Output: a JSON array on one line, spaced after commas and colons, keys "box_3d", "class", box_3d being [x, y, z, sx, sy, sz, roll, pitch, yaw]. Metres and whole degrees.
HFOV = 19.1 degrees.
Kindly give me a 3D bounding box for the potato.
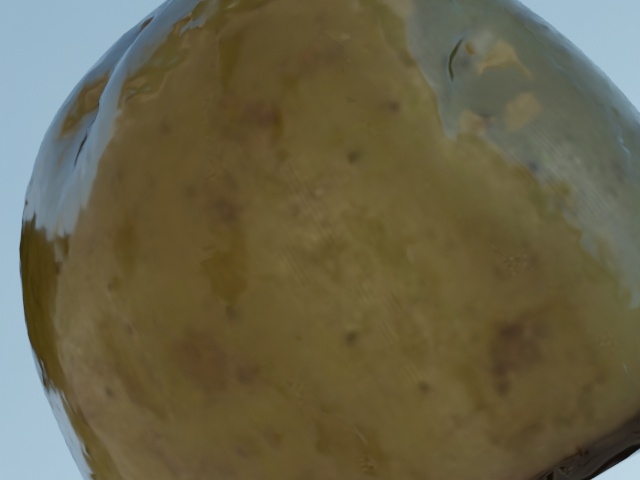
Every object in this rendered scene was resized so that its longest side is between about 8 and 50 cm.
[{"box_3d": [0.000, 0.000, 0.704, 0.285, 0.242, 0.242, -19, -75, 54], "class": "potato"}]
